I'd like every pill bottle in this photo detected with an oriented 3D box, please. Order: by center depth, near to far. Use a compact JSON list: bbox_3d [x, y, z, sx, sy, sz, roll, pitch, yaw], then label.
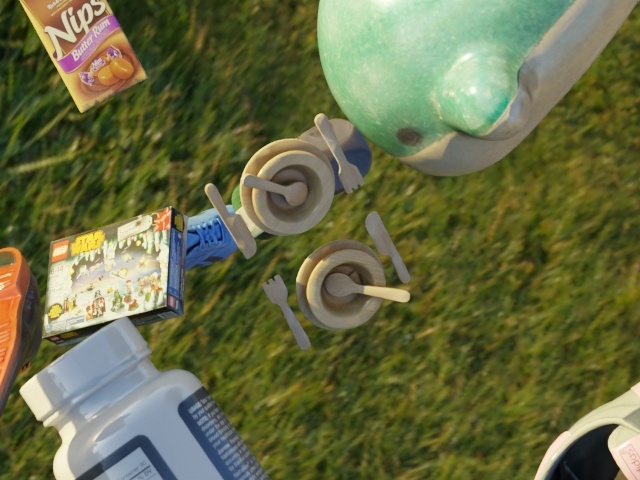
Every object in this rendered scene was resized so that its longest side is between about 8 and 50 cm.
[{"bbox_3d":[-0.100,0.142,0.878,0.108,0.108,0.180,-34,88,-35],"label":"pill bottle"}]

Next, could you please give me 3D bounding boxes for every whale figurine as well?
[{"bbox_3d":[0.099,-0.154,0.813,0.141,0.272,0.216,31,55,-18],"label":"whale figurine"}]

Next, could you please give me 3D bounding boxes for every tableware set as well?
[{"bbox_3d":[0.000,0.000,1.257,0.128,0.039,0.194,-33,114,-9],"label":"tableware set"}]

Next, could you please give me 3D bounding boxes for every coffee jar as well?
[{"bbox_3d":[-0.021,-0.069,1.604,0.096,0.184,0.079,-30,88,-34],"label":"coffee jar"}]

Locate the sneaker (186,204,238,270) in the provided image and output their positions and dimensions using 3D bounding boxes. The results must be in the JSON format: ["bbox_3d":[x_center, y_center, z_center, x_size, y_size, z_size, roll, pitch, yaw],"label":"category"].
[{"bbox_3d":[-0.162,0.003,1.814,0.209,0.082,0.069,-20,93,-31],"label":"sneaker"}]

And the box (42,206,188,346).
[{"bbox_3d":[-0.177,0.032,1.228,0.027,0.137,0.094,35,47,-50],"label":"box"}]

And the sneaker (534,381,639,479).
[{"bbox_3d":[0.295,0.143,1.088,0.131,0.319,0.112,-22,75,-47],"label":"sneaker"}]

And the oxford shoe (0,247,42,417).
[{"bbox_3d":[-0.359,0.131,1.625,0.271,0.097,0.098,-86,155,-46],"label":"oxford shoe"}]

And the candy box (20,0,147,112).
[{"bbox_3d":[-0.338,-0.288,2.025,0.109,0.053,0.187,-29,99,-6],"label":"candy box"}]
